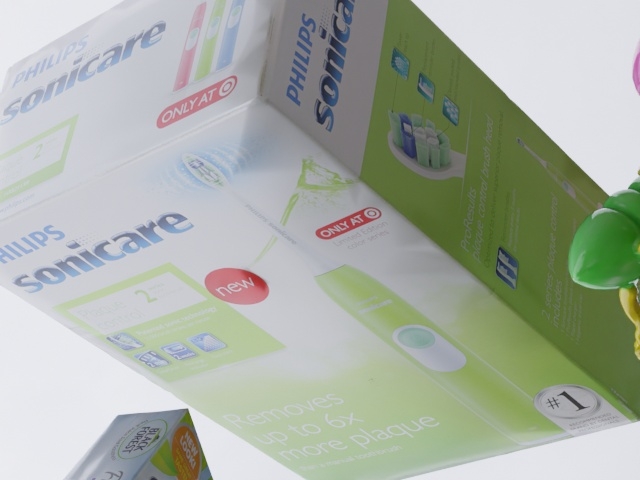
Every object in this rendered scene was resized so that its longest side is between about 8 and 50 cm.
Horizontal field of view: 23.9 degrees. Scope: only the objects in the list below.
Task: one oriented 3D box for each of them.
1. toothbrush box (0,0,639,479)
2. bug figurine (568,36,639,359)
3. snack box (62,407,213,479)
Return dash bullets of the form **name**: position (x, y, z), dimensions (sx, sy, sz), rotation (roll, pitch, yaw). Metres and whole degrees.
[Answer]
- **toothbrush box**: position (0.000, 0.000, 0.745), dimensions (0.283, 0.206, 0.122), rotation (40, -135, -35)
- **bug figurine**: position (0.189, -0.075, 0.617), dimensions (0.216, 0.072, 0.279), rotation (-38, -23, -26)
- **snack box**: position (-0.074, 0.139, 0.549), dimensions (0.141, 0.037, 0.100), rotation (-52, -49, -60)
